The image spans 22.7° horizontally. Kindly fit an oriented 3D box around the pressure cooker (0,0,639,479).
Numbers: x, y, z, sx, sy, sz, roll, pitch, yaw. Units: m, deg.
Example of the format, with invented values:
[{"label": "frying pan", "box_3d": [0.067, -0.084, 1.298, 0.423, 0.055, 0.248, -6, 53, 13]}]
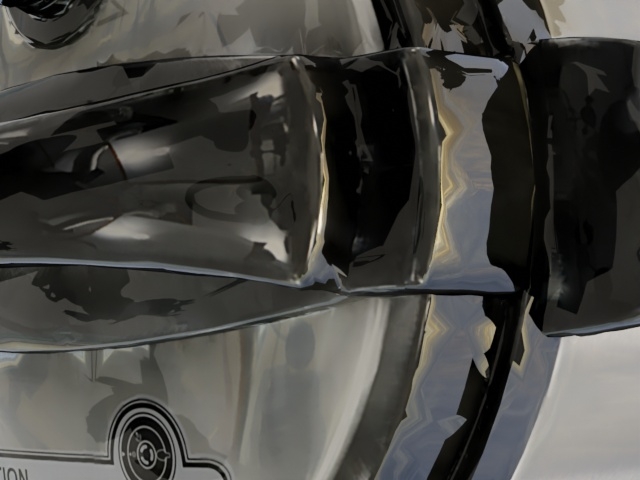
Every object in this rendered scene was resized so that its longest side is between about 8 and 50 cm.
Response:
[{"label": "pressure cooker", "box_3d": [-0.001, -0.006, 0.691, 0.370, 0.420, 0.375, -55, -126, 27]}]
